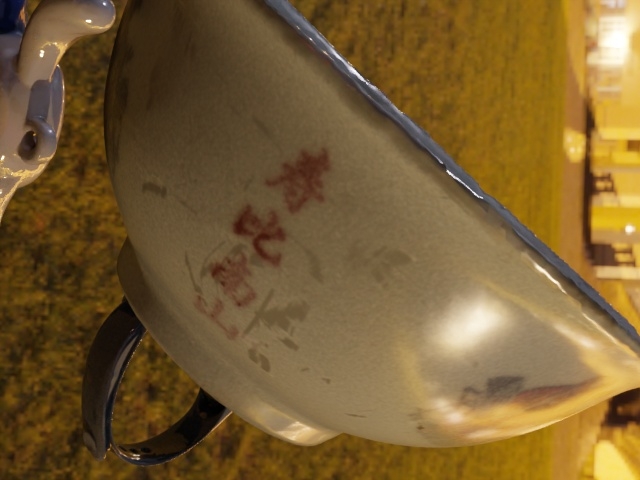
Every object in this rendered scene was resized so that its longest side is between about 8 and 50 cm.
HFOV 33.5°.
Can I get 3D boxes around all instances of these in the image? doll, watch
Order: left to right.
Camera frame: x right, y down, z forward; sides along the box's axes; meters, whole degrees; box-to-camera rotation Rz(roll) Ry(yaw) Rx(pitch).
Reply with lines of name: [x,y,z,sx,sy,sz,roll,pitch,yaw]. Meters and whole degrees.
doll: [-0.422,-0.203,1.276,0.376,0.365,0.187,-47,147,6]
watch: [-0.173,0.143,1.169,0.193,0.068,0.206,-18,119,-37]

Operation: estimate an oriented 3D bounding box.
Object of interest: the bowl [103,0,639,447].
bowl: [0.000,0.000,0.679,0.196,0.435,0.435,-47,171,10]
